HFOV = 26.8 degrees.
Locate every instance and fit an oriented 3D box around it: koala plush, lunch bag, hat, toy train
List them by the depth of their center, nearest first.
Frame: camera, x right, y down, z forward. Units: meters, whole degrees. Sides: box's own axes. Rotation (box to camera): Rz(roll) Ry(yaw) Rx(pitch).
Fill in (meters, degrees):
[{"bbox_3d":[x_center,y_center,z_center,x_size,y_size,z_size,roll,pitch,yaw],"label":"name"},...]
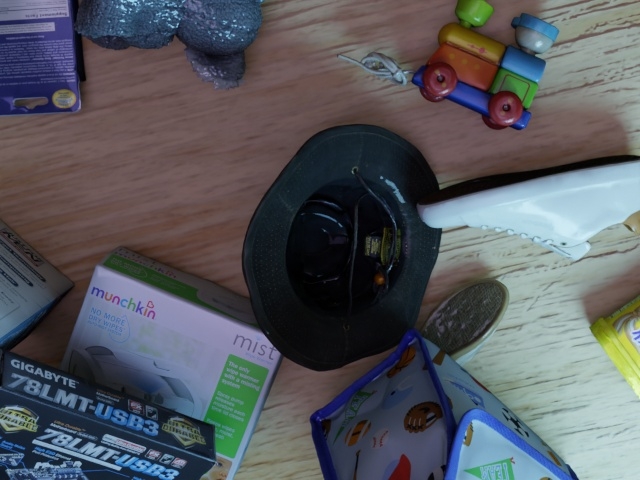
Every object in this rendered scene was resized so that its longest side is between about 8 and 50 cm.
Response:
[{"bbox_3d":[0.187,0.328,1.575,0.328,0.385,0.239,41,103,-19],"label":"lunch bag"},{"bbox_3d":[-0.171,-0.291,1.643,0.221,0.203,0.196,22,102,-11],"label":"koala plush"},{"bbox_3d":[0.162,-0.243,1.658,0.248,0.105,0.143,24,91,1],"label":"toy train"},{"bbox_3d":[0.000,0.000,1.665,0.134,0.331,0.331,13,105,45],"label":"hat"}]

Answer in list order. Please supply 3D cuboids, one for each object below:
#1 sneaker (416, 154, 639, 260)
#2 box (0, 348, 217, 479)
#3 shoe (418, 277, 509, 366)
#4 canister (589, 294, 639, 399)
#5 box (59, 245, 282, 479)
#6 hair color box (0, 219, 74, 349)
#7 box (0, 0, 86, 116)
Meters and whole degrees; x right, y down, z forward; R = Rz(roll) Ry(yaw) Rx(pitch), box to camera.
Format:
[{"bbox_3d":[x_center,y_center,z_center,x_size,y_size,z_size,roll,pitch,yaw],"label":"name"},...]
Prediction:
[{"bbox_3d":[0.268,-0.025,1.671,0.290,0.106,0.123,-8,102,0],"label":"sneaker"},{"bbox_3d":[-0.326,0.288,1.641,0.295,0.073,0.293,23,123,-27],"label":"box"},{"bbox_3d":[0.162,0.133,1.750,0.219,0.058,0.076,-46,73,7],"label":"shoe"},{"bbox_3d":[0.447,0.113,1.705,0.170,0.073,0.126,-37,95,9],"label":"canister"},{"bbox_3d":[-0.193,0.166,1.751,0.262,0.127,0.231,23,104,1],"label":"box"},{"bbox_3d":[-0.440,0.068,1.640,0.174,0.347,0.105,42,101,-2],"label":"hair color box"},{"bbox_3d":[-0.378,-0.275,1.730,0.136,0.036,0.225,-2,99,6],"label":"box"}]
